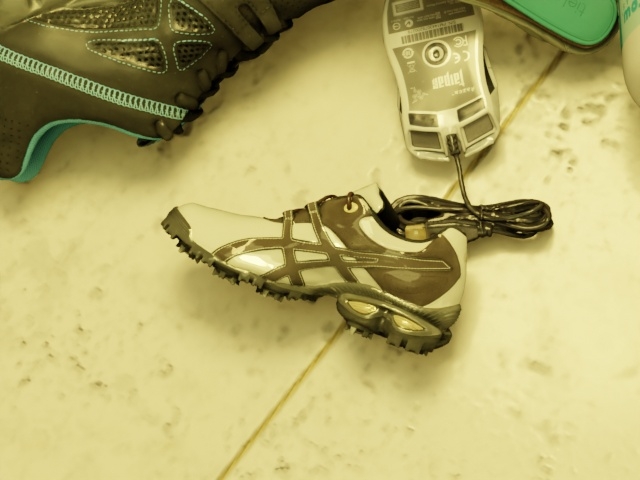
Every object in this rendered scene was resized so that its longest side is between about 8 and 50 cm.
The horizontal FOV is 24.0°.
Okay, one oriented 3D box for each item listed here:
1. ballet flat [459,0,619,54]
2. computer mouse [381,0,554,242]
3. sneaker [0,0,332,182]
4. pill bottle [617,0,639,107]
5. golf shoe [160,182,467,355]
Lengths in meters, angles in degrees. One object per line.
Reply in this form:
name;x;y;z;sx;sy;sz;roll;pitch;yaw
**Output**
ballet flat;0.098;-0.184;0.965;0.213;0.068;0.072;28;98;-20
computer mouse;0.088;-0.087;0.995;0.106;0.042;0.193;-10;74;13
sneaker;-0.090;-0.140;1.025;0.341;0.125;0.140;-16;88;9
pill bottle;0.256;-0.166;0.931;0.146;0.146;0.264;-4;69;10
golf shoe;0.000;0.000;0.954;0.198;0.077;0.094;20;94;8
